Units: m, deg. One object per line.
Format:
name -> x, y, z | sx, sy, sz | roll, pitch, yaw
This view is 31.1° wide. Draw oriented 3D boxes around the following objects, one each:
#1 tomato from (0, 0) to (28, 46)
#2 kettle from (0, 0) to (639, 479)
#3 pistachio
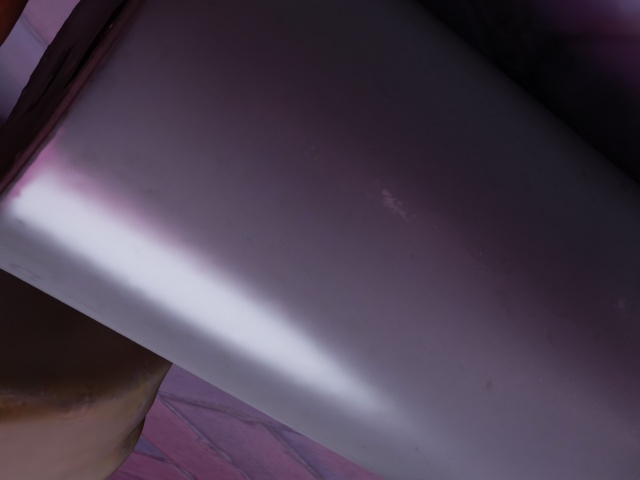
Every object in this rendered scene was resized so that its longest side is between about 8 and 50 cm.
tomato -> -0.210, -0.159, 0.409 | 0.256, 0.224, 0.256 | 32, 171, 6
kettle -> 0.001, 0.008, 0.558 | 0.318, 0.205, 0.265 | 32, 125, -21
pistachio -> -0.328, 0.081, 0.916 | 0.445, 0.281, 0.365 | 4, -170, 12
